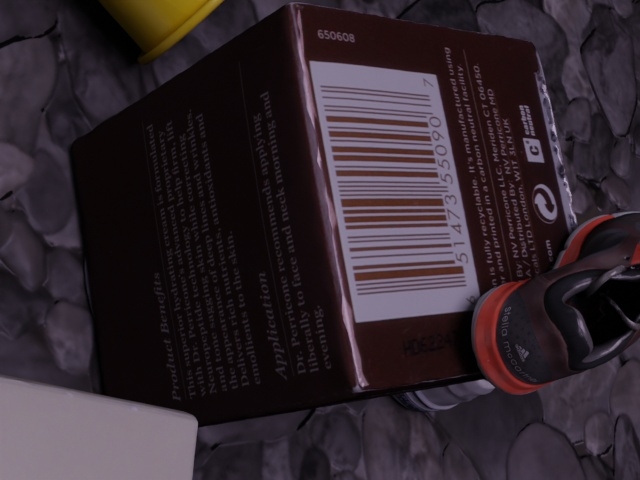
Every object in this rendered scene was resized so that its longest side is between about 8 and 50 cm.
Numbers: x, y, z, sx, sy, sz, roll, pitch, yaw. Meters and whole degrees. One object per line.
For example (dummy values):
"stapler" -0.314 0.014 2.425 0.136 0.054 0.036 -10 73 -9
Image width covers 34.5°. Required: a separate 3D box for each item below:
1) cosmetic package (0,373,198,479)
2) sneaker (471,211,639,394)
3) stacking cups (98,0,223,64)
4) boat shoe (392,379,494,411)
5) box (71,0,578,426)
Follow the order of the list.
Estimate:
"cosmetic package" -0.210 0.105 0.359 0.296 0.153 0.129 19 64 -34
"sneaker" 0.135 0.025 0.457 0.158 0.065 0.061 -28 96 -42
"stacking cups" -0.163 -0.244 0.538 0.316 0.096 0.096 50 51 -18
"boat shoe" 0.114 -0.006 0.708 0.095 0.084 0.258 28 61 -31
"box" 0.000 0.000 0.531 0.167 0.203 0.168 -3 79 -41
